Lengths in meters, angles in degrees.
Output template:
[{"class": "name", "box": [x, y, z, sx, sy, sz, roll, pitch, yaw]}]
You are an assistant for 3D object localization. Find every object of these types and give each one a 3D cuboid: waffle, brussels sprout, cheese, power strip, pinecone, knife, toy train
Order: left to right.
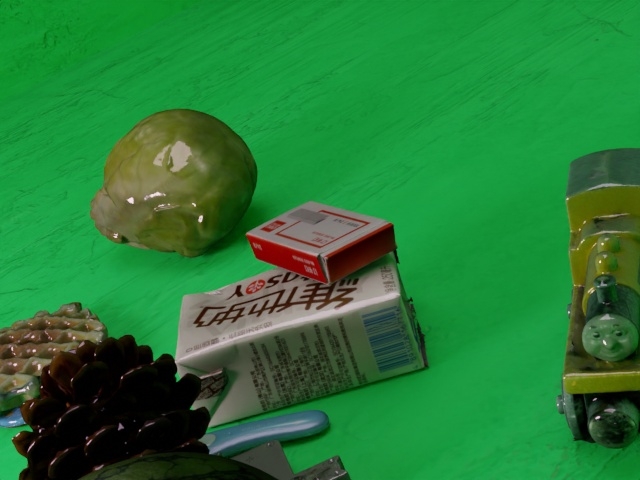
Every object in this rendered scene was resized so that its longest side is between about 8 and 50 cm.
[{"class": "waffle", "box": [-0.475, 0.191, 1.888, 0.292, 0.056, 0.309, -23, 22, -11]}, {"class": "cheese", "box": [-0.438, 0.264, 1.776, 0.111, 0.017, 0.047, 0, 34, 33]}, {"class": "pinecone", "box": [-0.220, 0.257, 1.400, 0.246, 0.246, 0.292, -27, 46, -18]}, {"class": "brussels sprout", "box": [-0.254, -0.101, 2.157, 0.317, 0.242, 0.273, -2, 54, 39]}, {"class": "knife", "box": [-0.096, 0.260, 1.550, 0.222, 0.031, 0.064, -14, 22, 0]}, {"class": "power strip", "box": [-0.035, 0.298, 1.398, 0.145, 0.061, 0.215, -22, 26, -7]}, {"class": "toy train", "box": [0.347, 0.072, 1.398, 0.150, 0.237, 0.369, -6, 28, 19]}]

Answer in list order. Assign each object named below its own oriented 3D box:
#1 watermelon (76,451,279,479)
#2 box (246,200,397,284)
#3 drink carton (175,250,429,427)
[{"class": "watermelon", "box": [-0.138, 0.355, 1.036, 0.363, 0.363, 0.363, -15, 26, 7]}, {"class": "box", "box": [0.000, 0.000, 1.684, 0.123, 0.050, 0.229, -28, 21, -22]}, {"class": "drink carton", "box": [-0.028, 0.122, 1.668, 0.325, 0.132, 0.194, -17, 24, 4]}]
